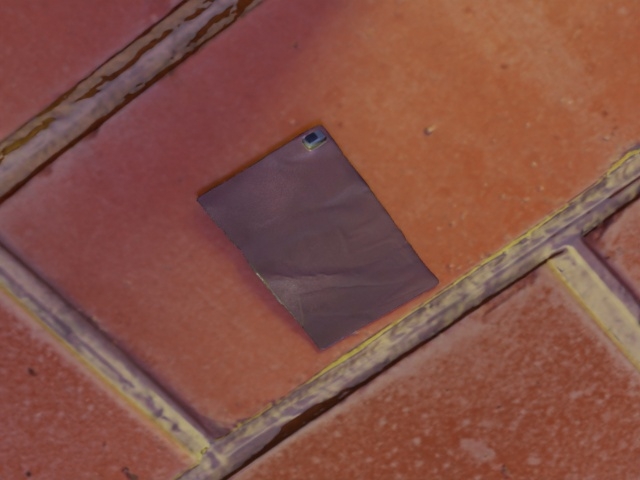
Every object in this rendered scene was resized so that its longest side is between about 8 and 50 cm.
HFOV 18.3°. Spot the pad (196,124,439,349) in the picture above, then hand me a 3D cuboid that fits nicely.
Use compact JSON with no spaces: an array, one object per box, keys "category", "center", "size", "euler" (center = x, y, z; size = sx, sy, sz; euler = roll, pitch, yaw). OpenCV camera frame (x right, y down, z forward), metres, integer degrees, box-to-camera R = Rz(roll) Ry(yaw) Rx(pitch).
[{"category":"pad","center":[0.000,0.000,1.531],"size":[0.113,0.006,0.188],"euler":[-31,125,11]}]
